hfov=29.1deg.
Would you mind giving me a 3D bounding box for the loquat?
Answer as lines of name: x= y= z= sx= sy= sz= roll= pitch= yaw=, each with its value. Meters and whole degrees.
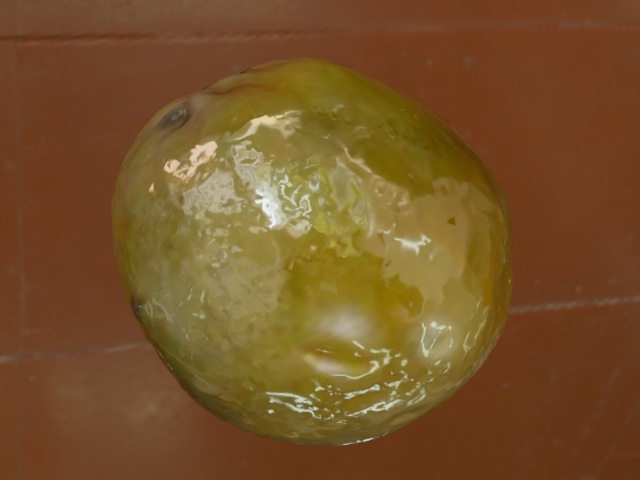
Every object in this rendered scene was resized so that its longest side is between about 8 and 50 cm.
loquat: x=0.000 y=0.000 z=0.873 sx=0.276 sy=0.276 sz=0.284 roll=-32 pitch=117 yaw=15
